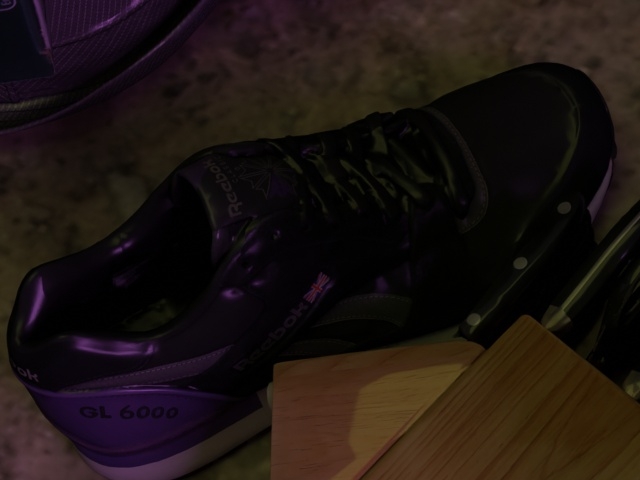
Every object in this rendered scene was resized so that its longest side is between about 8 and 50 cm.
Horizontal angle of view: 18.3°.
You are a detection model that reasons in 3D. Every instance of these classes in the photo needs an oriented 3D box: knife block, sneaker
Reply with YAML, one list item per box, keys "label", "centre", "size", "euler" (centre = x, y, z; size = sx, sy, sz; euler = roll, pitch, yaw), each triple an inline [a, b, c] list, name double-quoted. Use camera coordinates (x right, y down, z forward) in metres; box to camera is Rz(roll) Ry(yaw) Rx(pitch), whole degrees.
- label: "knife block"
  centre: [0.103, 0.112, 0.775]
  size: [0.242, 0.088, 0.276]
  euler: [-7, 59, 14]
- label: "sneaker"
  centre: [0.000, 0.000, 0.851]
  size: [0.283, 0.124, 0.107]
  euler: [-33, 57, -3]

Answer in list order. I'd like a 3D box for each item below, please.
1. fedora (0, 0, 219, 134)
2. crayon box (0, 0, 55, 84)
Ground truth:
- label: "fedora"
  centre: [-0.177, -0.180, 1.011]
  size: [0.275, 0.124, 0.244]
  euler: [12, 65, 23]
- label: "crayon box"
  centre: [-0.179, -0.249, 0.862]
  size: [0.081, 0.202, 0.319]
  euler: [-8, 60, 0]
